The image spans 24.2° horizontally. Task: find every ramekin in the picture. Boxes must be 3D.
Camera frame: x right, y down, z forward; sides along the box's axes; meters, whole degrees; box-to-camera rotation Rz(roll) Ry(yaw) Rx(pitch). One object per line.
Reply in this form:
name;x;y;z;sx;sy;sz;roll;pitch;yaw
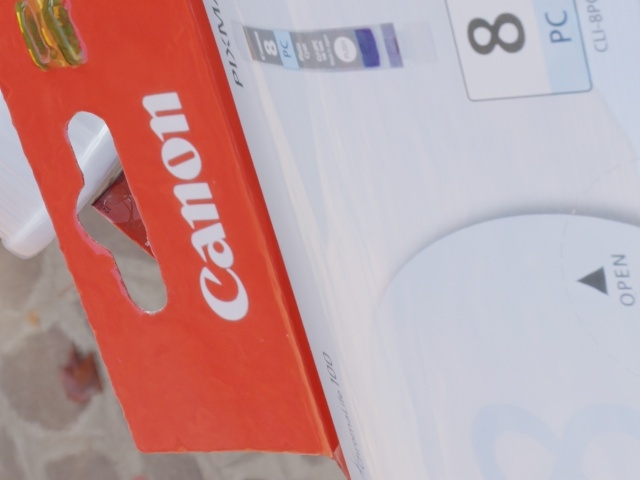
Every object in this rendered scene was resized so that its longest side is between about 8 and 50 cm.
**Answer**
ramekin;-0.242;-0.127;1.335;0.127;0.273;0.273;35;130;-18

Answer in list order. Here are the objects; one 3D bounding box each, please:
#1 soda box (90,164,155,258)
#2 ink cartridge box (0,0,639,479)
soda box;-0.093;-0.097;1.354;0.092;0.083;0.263;40;126;-10
ink cartridge box;0.000;0.000;0.673;0.385;0.091;0.308;-2;116;32
